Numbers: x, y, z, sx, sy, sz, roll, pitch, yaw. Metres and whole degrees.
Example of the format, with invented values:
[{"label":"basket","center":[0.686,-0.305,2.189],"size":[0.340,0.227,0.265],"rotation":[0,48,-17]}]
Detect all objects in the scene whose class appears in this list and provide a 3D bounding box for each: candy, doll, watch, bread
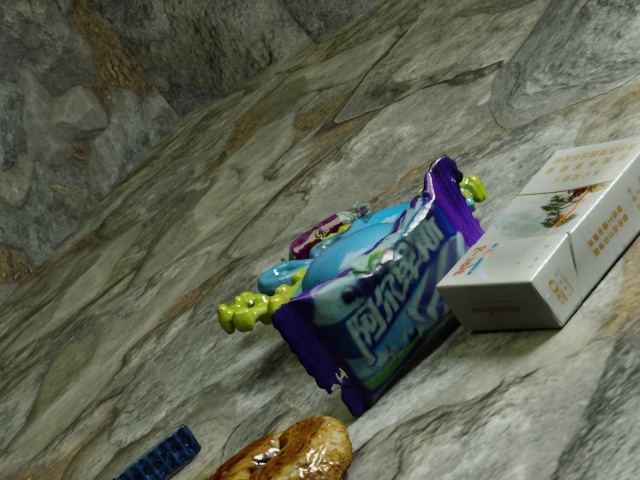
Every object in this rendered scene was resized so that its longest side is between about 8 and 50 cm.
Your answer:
[{"label":"candy","center":[0.082,0.046,1.405],"size":[0.275,0.145,0.070],"rotation":[-43,11,-21]},{"label":"doll","center":[0.056,0.027,1.656],"size":[0.346,0.099,0.341],"rotation":[-25,6,23]},{"label":"candy","center":[0.000,0.000,1.913],"size":[0.175,0.045,0.043],"rotation":[-35,49,1]},{"label":"watch","center":[-0.270,0.336,1.474],"size":[0.274,0.068,0.276],"rotation":[-32,16,16]},{"label":"bread","center":[-0.049,0.238,1.299],"size":[0.193,0.064,0.193],"rotation":[-32,10,7]}]

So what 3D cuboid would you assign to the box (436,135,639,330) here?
[{"label":"box","center":[0.241,-0.007,1.361],"size":[0.233,0.067,0.149],"rotation":[-46,17,-27]}]
